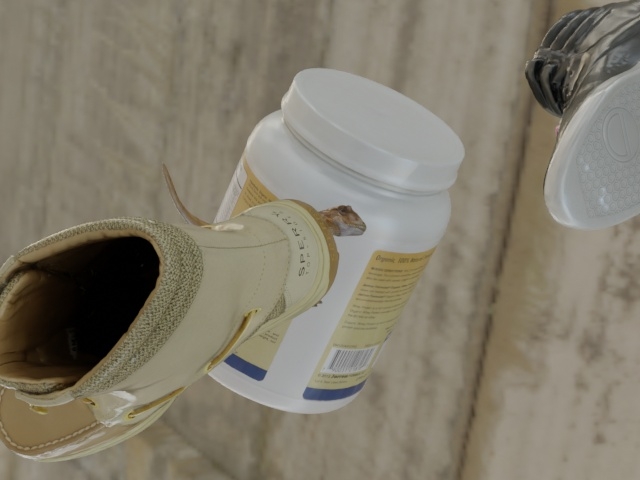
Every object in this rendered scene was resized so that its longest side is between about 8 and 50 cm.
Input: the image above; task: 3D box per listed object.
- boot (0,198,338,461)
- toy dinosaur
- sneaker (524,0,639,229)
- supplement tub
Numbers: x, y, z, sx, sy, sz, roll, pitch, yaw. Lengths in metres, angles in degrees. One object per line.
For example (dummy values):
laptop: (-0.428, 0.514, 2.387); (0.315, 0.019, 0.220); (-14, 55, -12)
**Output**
boot: (-0.135, 0.062, 0.809); (0.262, 0.203, 0.095); (-30, -100, 24)
toy dinosaur: (-0.052, 0.006, 1.136); (0.064, 0.211, 0.112); (-23, -107, 42)
sneaker: (0.226, -0.105, 1.180); (0.147, 0.296, 0.104); (-7, -54, 46)
supplement tub: (0.000, 0.000, 1.502); (0.228, 0.228, 0.316); (50, -57, 42)
